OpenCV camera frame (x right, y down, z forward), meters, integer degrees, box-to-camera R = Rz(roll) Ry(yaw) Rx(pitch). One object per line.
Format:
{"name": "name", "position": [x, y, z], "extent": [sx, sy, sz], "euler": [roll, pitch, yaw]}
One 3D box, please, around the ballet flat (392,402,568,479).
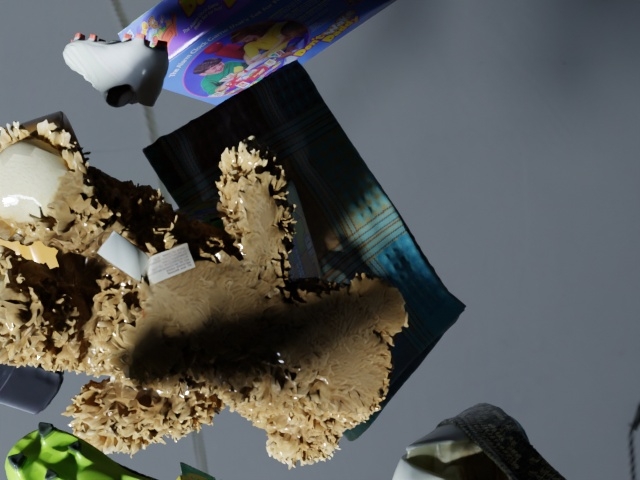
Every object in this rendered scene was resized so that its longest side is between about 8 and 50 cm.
{"name": "ballet flat", "position": [0.178, 0.284, 1.092], "extent": [0.182, 0.483, 0.164], "euler": [5, 99, -14]}

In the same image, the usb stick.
{"name": "usb stick", "position": [-0.441, 0.143, 1.243], "extent": [0.278, 0.045, 0.077], "euler": [28, 101, -37]}

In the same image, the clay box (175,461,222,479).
{"name": "clay box", "position": [-0.110, 0.344, 1.110], "extent": [0.127, 0.222, 0.053], "euler": [32, 106, -22]}

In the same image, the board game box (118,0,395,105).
{"name": "board game box", "position": [-0.058, -0.310, 1.356], "extent": [0.347, 0.233, 0.078], "euler": [-30, 74, 22]}

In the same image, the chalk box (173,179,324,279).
{"name": "chalk box", "position": [-0.082, 0.037, 0.902], "extent": [0.132, 0.213, 0.132], "euler": [-14, 100, 10]}

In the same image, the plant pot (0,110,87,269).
{"name": "plant pot", "position": [-0.284, 0.011, 0.903], "extent": [0.188, 0.205, 0.205], "euler": [-18, 97, -8]}

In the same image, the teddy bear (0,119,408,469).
{"name": "teddy bear", "position": [-0.109, 0.043, 0.746], "extent": [0.338, 0.113, 0.245], "euler": [4, 85, -22]}

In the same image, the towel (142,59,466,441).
{"name": "towel", "position": [0.000, 0.000, 1.126], "extent": [0.370, 0.040, 0.271], "euler": [56, 44, -6]}

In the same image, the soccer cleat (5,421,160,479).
{"name": "soccer cleat", "position": [-0.108, 0.166, 0.588], "extent": [0.060, 0.179, 0.072], "euler": [-45, 147, -32]}

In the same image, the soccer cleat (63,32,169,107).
{"name": "soccer cleat", "position": [-0.231, -0.184, 1.124], "extent": [0.068, 0.196, 0.076], "euler": [11, 91, -39]}
